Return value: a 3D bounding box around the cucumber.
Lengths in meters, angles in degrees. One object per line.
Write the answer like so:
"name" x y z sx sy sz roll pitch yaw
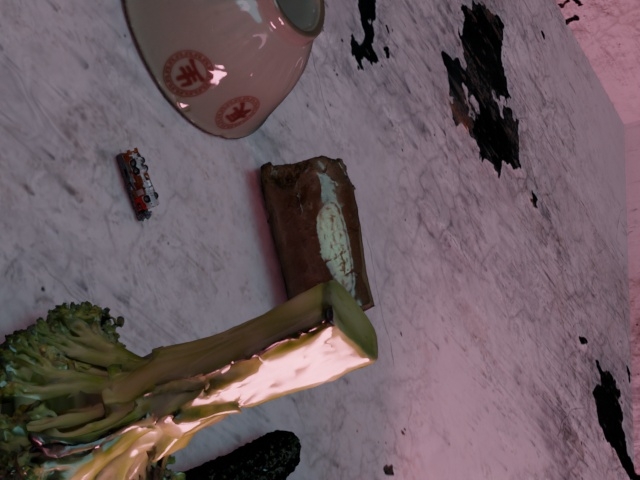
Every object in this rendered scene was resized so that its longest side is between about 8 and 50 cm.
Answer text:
"cucumber" -0.096 0.274 1.280 0.300 0.072 0.072 -11 87 -60

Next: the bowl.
"bowl" -0.095 -0.313 1.457 0.337 0.157 0.337 31 53 -51

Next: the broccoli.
"broccoli" -0.131 0.131 1.025 0.221 0.361 0.252 65 -7 -4

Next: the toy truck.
"toy truck" -0.211 -0.064 1.277 0.024 0.032 0.083 -32 103 -62

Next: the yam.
"yam" -0.002 0.000 1.514 0.128 0.129 0.238 -11 86 -25
